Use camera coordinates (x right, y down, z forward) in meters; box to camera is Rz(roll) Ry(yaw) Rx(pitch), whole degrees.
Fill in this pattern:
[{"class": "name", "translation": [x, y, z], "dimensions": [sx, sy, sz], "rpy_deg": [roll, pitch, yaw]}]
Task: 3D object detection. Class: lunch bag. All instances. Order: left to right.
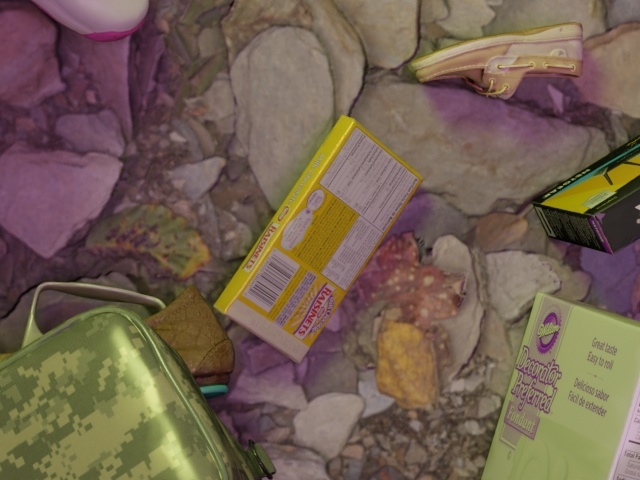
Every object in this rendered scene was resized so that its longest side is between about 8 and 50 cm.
[{"class": "lunch bag", "translation": [-0.192, 0.225, 1.142], "dimensions": [0.305, 0.256, 0.212], "rpy_deg": [-33, 63, -2]}]

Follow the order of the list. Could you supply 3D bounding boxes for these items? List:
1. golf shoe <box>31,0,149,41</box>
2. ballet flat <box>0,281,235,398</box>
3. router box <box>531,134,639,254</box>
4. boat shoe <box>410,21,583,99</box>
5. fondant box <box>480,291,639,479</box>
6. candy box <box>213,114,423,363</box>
[{"class": "golf shoe", "translation": [-0.216, -0.301, 1.181], "dimensions": [0.115, 0.140, 0.306], "rpy_deg": [-43, 110, -39]}, {"class": "ballet flat", "translation": [-0.243, 0.100, 1.256], "dimensions": [0.342, 0.116, 0.124], "rpy_deg": [-10, 79, -15]}, {"class": "router box", "translation": [0.301, -0.056, 1.373], "dimensions": [0.179, 0.133, 0.046], "rpy_deg": [-31, 105, -11]}, {"class": "boat shoe", "translation": [0.166, -0.158, 1.358], "dimensions": [0.170, 0.063, 0.059], "rpy_deg": [-12, 94, -15]}, {"class": "fondant box", "translation": [0.230, 0.228, 1.331], "dimensions": [0.096, 0.238, 0.330], "rpy_deg": [17, 92, -16]}, {"class": "candy box", "translation": [0.000, 0.000, 1.332], "dimensions": [0.105, 0.027, 0.206], "rpy_deg": [38, 85, -40]}]
